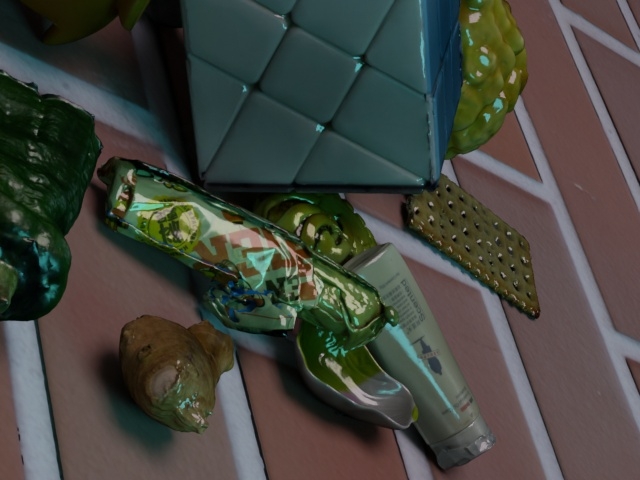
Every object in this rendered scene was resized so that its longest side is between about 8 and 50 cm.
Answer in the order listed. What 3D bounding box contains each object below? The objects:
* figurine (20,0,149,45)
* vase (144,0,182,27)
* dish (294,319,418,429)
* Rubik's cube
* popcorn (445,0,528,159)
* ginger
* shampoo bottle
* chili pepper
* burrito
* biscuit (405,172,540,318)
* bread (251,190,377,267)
[{"bbox_3d":[-0.236,-0.276,1.670,0.228,0.215,0.215,53,26,-16],"label":"figurine"},{"bbox_3d":[-0.148,-0.310,1.940,0.096,0.096,0.219,28,38,-36],"label":"vase"},{"bbox_3d":[0.022,0.127,1.701,0.137,0.039,0.091,37,30,-17],"label":"dish"},{"bbox_3d":[0.007,-0.189,1.784,0.224,0.221,0.231,-70,158,-59],"label":"Rubik's cube"},{"bbox_3d":[0.091,-0.216,2.040,0.270,0.224,0.258,56,10,30],"label":"popcorn"},{"bbox_3d":[-0.115,0.093,1.520,0.096,0.067,0.165,46,15,-8],"label":"ginger"},{"bbox_3d":[0.087,0.105,1.755,0.072,0.049,0.212,-40,106,-33],"label":"shampoo bottle"},{"bbox_3d":[-0.234,-0.028,1.454,0.136,0.099,0.270,46,22,-27],"label":"chili pepper"},{"bbox_3d":[-0.067,0.026,1.646,0.288,0.054,0.104,26,59,-16],"label":"burrito"},{"bbox_3d":[0.162,-0.008,2.098,0.203,0.016,0.144,36,31,-26],"label":"biscuit"},{"bbox_3d":[0.000,0.000,1.794,0.139,0.071,0.130,49,23,-3],"label":"bread"}]
